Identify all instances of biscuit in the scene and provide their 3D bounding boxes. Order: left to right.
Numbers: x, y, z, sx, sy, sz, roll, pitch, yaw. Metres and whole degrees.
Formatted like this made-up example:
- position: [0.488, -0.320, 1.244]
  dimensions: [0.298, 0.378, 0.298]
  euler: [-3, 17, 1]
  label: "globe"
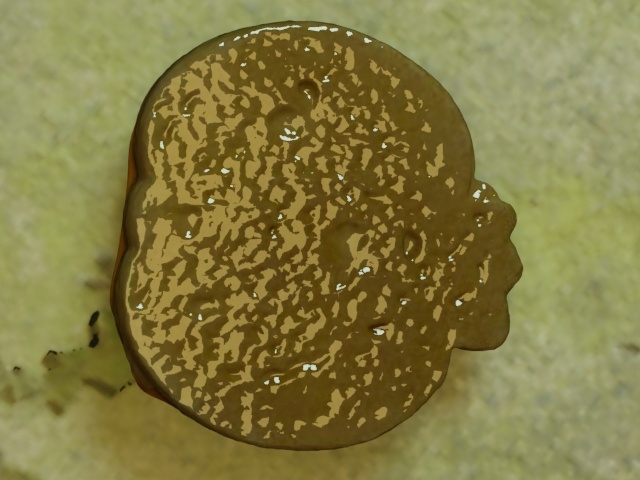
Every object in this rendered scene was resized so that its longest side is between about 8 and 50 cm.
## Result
- position: [-0.001, 0.000, 0.652]
  dimensions: [0.170, 0.050, 0.170]
  euler: [-1, 93, -12]
  label: "biscuit"
